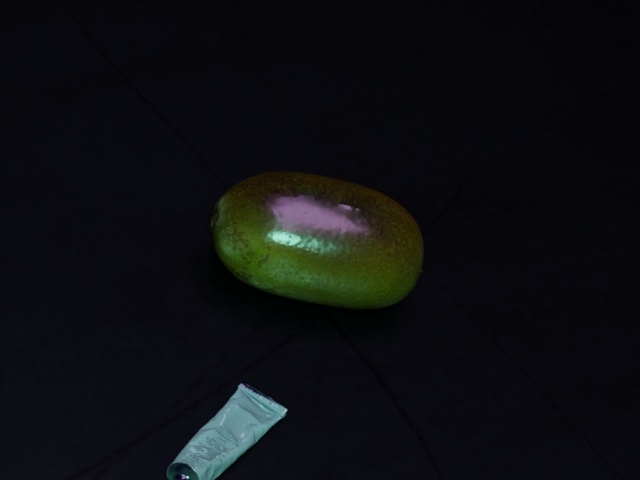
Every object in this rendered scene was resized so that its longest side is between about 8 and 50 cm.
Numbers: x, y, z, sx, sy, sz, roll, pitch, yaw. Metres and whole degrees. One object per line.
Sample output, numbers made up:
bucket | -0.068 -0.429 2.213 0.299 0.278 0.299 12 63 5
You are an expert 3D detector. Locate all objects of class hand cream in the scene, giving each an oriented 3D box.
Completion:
hand cream | -0.051 0.103 0.935 0.030 0.019 0.093 29 32 14

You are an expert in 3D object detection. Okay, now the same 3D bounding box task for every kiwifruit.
kiwifruit | 0.000 0.000 1.032 0.124 0.075 0.075 16 38 -12
